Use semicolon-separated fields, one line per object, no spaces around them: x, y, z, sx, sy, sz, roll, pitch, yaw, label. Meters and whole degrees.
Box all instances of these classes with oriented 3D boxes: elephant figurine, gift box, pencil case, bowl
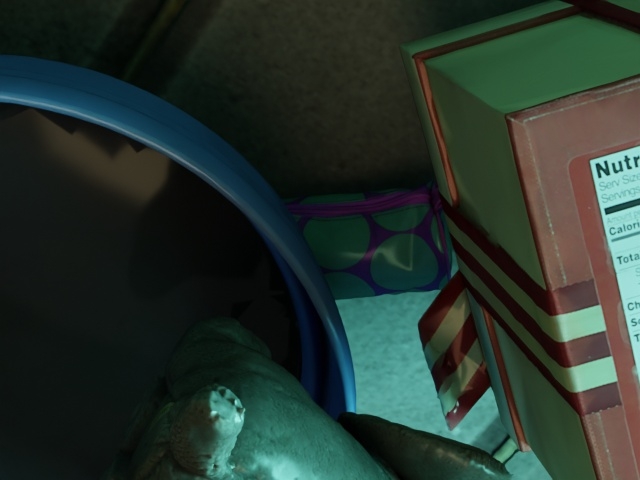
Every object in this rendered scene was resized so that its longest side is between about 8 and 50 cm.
0.016;0.148;0.777;0.239;0.186;0.169;28;112;-10;elephant figurine
0.181;0.010;0.762;0.255;0.258;0.276;-12;106;-4;gift box
0.000;0.000;0.905;0.152;0.064;0.070;-3;131;6;pencil case
-0.175;0.077;0.875;0.391;0.077;0.391;1;121;1;bowl
